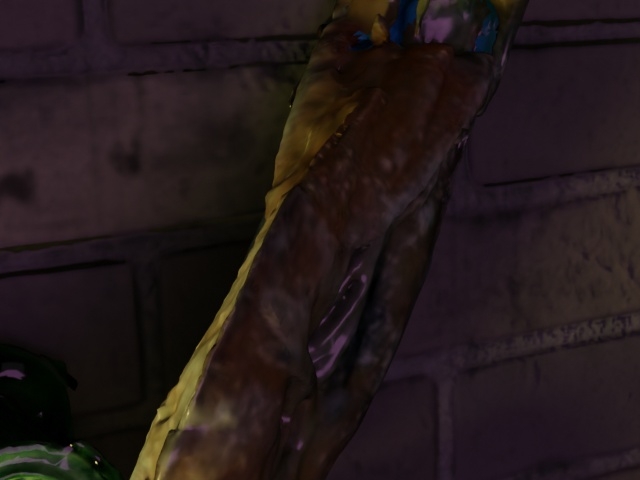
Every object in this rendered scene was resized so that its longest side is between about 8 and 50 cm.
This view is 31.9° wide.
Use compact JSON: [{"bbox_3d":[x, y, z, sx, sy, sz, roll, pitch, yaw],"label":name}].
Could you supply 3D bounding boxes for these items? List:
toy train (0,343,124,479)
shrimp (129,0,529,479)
[{"bbox_3d":[-0.220,0.106,0.502,0.202,0.145,0.266,-43,115,-7],"label":"toy train"},{"bbox_3d":[0.000,0.000,0.567,0.110,0.221,0.446,20,81,13],"label":"shrimp"}]
